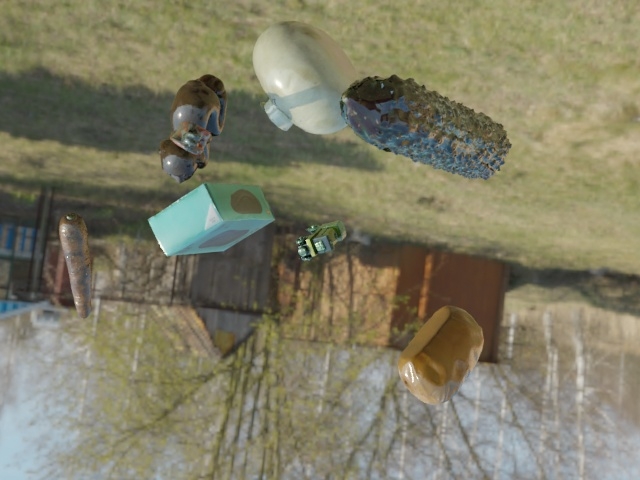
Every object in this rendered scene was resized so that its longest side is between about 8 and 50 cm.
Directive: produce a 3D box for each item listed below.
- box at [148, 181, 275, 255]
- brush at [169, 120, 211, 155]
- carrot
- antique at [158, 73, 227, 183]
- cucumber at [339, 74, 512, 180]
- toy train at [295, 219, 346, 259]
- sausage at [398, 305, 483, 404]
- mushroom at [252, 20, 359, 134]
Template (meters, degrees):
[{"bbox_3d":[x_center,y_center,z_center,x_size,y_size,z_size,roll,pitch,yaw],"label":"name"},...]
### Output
[{"bbox_3d":[-0.285,-0.056,2.182,0.205,0.118,0.311,-32,170,20],"label":"box"},{"bbox_3d":[-0.240,-0.192,1.520,0.070,0.051,0.323,33,180,-13],"label":"brush"},{"bbox_3d":[-0.318,0.037,1.067,0.035,0.165,0.036,0,-150,0],"label":"carrot"},{"bbox_3d":[-0.310,-0.259,1.920,0.121,0.257,0.143,28,-154,3],"label":"antique"},{"bbox_3d":[0.135,-0.142,1.002,0.096,0.096,0.359,2,177,31],"label":"cucumber"},{"bbox_3d":[0.000,0.000,1.608,0.081,0.050,0.122,-12,-164,23],"label":"toy train"},{"bbox_3d":[0.261,0.239,1.727,0.136,0.241,0.120,49,144,-12],"label":"sausage"},{"bbox_3d":[-0.033,-0.306,1.597,0.246,0.246,0.202,12,133,-44],"label":"mushroom"}]
